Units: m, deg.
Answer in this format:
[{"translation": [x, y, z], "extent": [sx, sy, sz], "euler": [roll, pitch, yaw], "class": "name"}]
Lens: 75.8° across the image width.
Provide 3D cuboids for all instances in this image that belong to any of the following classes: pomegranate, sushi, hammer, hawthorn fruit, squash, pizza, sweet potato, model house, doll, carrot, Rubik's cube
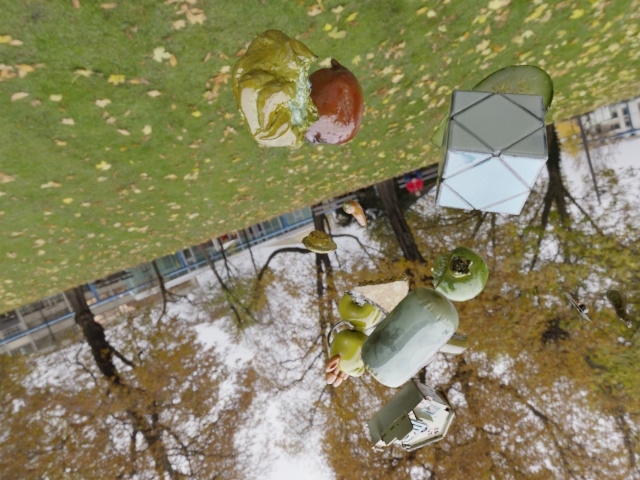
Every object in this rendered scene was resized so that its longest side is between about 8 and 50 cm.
[{"translation": [0.635, 0.148, 1.881], "extent": [0.261, 0.260, 0.341], "euler": [-18, 166, 9], "class": "pomegranate"}, {"translation": [0.967, 0.237, 1.535], "extent": [0.026, 0.126, 0.120], "euler": [-38, 167, 16], "class": "sushi"}, {"translation": [0.228, 0.200, 0.832], "extent": [0.306, 0.113, 0.202], "euler": [18, 119, -46], "class": "hammer"}, {"translation": [0.036, -0.506, 1.586], "extent": [0.311, 0.295, 0.295], "euler": [-46, -171, 1], "class": "hawthorn fruit"}, {"translation": [0.517, -0.359, 1.189], "extent": [0.210, 0.233, 0.308], "euler": [-8, 138, -46], "class": "squash"}, {"translation": [0.217, 0.177, 1.498], "extent": [0.199, 0.188, 0.062], "euler": [13, -145, -6], "class": "pizza"}, {"translation": [0.700, 0.145, 0.965], "extent": [0.038, 0.041, 0.153], "euler": [-37, -174, 31], "class": "sweet potato"}, {"translation": [0.373, 0.706, 1.600], "extent": [0.326, 0.244, 0.169], "euler": [-52, -148, 19], "class": "model house"}, {"translation": [0.070, 0.248, 1.008], "extent": [0.136, 0.220, 0.143], "euler": [17, 164, 28], "class": "doll"}, {"translation": [0.156, -0.125, 1.778], "extent": [0.062, 0.066, 0.271], "euler": [-41, 159, 9], "class": "carrot"}, {"translation": [0.393, -0.207, 0.974], "extent": [0.205, 0.205, 0.207], "euler": [9, -122, 13], "class": "Rubik's cube"}]

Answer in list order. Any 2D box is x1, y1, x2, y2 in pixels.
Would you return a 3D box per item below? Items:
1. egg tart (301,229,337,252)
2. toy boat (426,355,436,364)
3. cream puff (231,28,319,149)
[{"translation": [0.000, 0.000, 1.398], "extent": [0.129, 0.049, 0.128], "euler": [9, -158, -4], "class": "egg tart"}, {"translation": [0.358, 0.432, 1.627], "extent": [0.145, 0.133, 0.331], "euler": [-7, 148, -20], "class": "toy boat"}, {"translation": [-0.163, -0.445, 1.248], "extent": [0.274, 0.323, 0.270], "euler": [24, -130, 30], "class": "cream puff"}]
